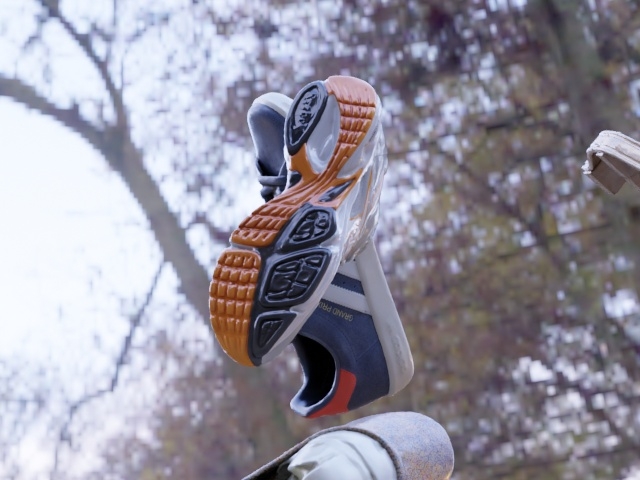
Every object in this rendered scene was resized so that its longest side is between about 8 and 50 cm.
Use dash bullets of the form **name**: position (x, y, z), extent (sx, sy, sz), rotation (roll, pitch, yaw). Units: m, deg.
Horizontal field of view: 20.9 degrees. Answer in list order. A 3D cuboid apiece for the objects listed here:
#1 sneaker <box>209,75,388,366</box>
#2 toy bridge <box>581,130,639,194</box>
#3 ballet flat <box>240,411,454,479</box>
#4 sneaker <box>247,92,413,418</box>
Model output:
- **sneaker**: position (0.000, 0.000, 1.435), extent (0.099, 0.262, 0.121), rotation (12, -26, 28)
- **toy bridge**: position (0.243, -0.059, 1.357), extent (0.063, 0.188, 0.026), rotation (40, -93, -11)
- **ballet flat**: position (-0.028, 0.212, 1.282), extent (0.316, 0.107, 0.106), rotation (-30, -19, -18)
- **sneaker**: position (-0.026, 0.026, 1.803), extent (0.148, 0.350, 0.131), rotation (-26, 11, -20)
